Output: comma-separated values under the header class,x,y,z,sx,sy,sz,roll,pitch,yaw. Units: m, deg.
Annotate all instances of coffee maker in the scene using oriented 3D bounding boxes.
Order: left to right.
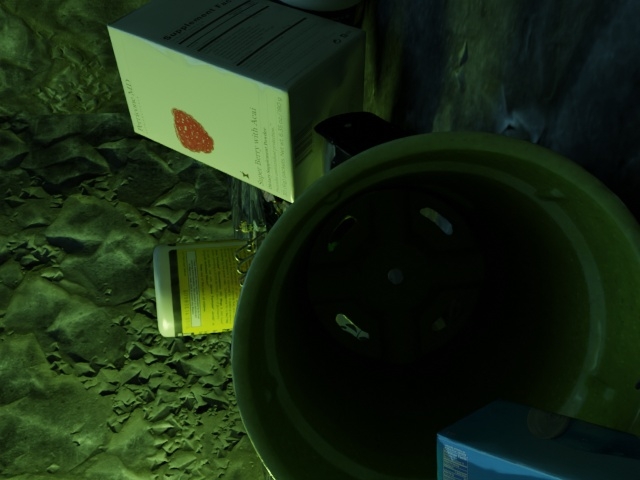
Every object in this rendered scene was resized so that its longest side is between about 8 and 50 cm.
class,x,y,z,sx,sy,sz,roll,pitch,yaw
coffee maker,0.056,-0.046,0.822,0.171,0.120,0.178,-112,21,-50

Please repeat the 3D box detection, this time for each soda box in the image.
class,x,y,z,sx,sy,sz,roll,pitch,yaw
soda box,0.162,0.141,0.317,0.210,0.071,0.067,7,103,44

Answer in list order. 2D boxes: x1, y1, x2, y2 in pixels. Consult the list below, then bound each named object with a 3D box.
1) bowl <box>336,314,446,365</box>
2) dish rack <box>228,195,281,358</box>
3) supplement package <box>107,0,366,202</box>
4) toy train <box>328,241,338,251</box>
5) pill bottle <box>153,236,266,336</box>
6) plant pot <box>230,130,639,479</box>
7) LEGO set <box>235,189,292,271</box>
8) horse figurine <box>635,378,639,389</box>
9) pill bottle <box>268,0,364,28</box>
class,x,y,z,sx,sy,sz,roll,pitch,yaw
bowl,0.097,0.118,0.726,0.170,0.080,0.170,44,-147,-38
dish rack,-0.024,0.083,0.746,0.208,0.074,0.271,52,-166,-39
supplement package,-0.108,-0.211,0.890,0.293,0.175,0.177,25,141,24
toy train,0.000,0.000,0.822,0.083,0.024,0.017,41,139,35
pill bottle,-0.167,0.090,1.347,0.188,0.334,0.187,176,90,-77
plant pot,0.079,0.053,0.528,0.254,0.276,0.275,-101,8,-82
LEGO set,-0.063,-0.073,1.160,0.255,0.192,0.331,-125,33,-66
horse figurine,0.220,-0.025,0.246,0.174,0.066,0.263,-143,47,-65
pill bottle,-0.016,-0.334,0.959,0.264,0.153,0.153,101,160,-50
